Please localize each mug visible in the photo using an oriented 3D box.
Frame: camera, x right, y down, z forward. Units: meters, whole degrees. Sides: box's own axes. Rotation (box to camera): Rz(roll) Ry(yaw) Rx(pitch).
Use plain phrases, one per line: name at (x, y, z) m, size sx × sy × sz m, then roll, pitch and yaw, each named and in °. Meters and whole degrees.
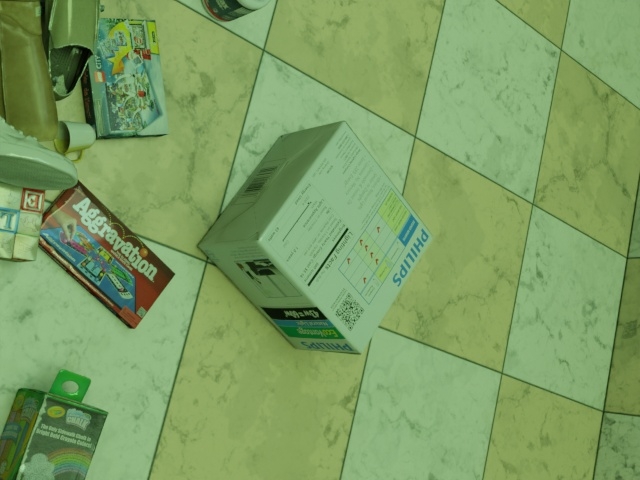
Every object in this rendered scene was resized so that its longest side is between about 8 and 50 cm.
mug at (-0.466, -0.193, 1.709) m, size 0.064 × 0.078 × 0.062 m, roll -11°, pitch 63°, yaw -46°

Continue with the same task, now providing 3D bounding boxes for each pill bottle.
pill bottle at (-0.161, -0.531, 1.886) m, size 0.108 × 0.180 × 0.108 m, roll 3°, pitch 85°, yaw -39°

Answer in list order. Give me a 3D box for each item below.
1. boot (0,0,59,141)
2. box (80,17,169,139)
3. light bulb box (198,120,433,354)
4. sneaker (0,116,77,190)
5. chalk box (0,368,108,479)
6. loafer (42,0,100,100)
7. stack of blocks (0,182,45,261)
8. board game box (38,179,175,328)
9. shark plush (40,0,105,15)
boot at (-0.588, -0.309, 1.574) m, size 0.236 × 0.089 × 0.270 m, roll 2°, pitch 109°, yaw 1°
box at (-0.391, -0.319, 1.775) m, size 0.159 × 0.044 × 0.233 m, roll -8°, pitch 93°, yaw -38°
light bulb box at (0.000, 0.000, 1.959) m, size 0.361 × 0.225 × 0.358 m, roll 50°, pitch 59°, yaw -26°
sneaker at (-0.543, -0.194, 1.513) m, size 0.292 × 0.108 × 0.169 m, roll 17°, pitch 57°, yaw -33°
chalk box at (-0.481, 0.341, 1.614) m, size 0.132 × 0.132 × 0.213 m, roll 28°, pitch 70°, yaw -33°
loafer at (-0.453, -0.377, 1.647) m, size 0.102 × 0.092 × 0.269 m, roll 3°, pitch 109°, yaw -42°
stack of blocks at (-0.632, -0.068, 1.539) m, size 0.297 × 0.087 × 0.171 m, roll 12°, pitch 80°, yaw -38°
board game box at (-0.420, 0.028, 1.746) m, size 0.281 × 0.027 × 0.145 m, roll 48°, pitch 59°, yaw -27°
shark plush at (-0.486, -0.444, 1.691) m, size 0.161 × 0.067 × 0.073 m, roll 19°, pitch 76°, yaw -37°
